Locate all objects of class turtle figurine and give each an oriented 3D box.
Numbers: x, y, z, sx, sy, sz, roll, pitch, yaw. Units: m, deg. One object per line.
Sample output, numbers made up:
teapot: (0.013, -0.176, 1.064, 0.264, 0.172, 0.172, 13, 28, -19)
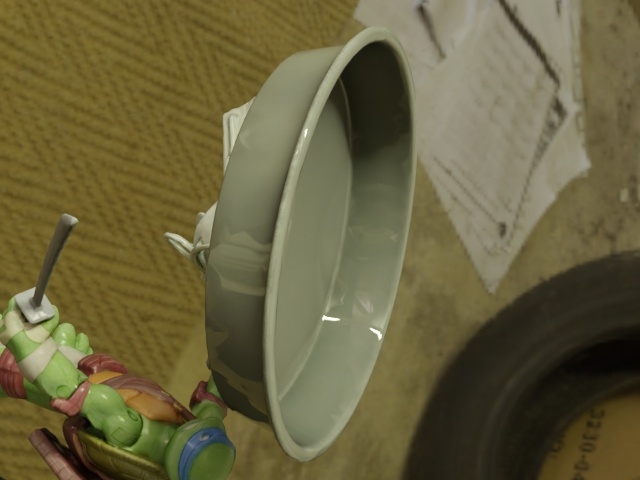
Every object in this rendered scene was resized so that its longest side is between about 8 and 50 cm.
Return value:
turtle figurine: (-0.154, 0.073, 0.817, 0.197, 0.266, 0.275, -29, 115, -43)

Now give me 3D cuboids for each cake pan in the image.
cake pan: (0.000, 0.000, 0.719, 0.293, 0.054, 0.293, 11, 90, -72)

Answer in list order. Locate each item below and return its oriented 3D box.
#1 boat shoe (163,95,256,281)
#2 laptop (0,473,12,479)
boat shoe: (-0.067, 0.002, 0.995, 0.136, 0.156, 0.367, 58, 23, -50)
laptop: (-0.211, 0.167, 0.522, 0.264, 0.234, 0.137, -21, 101, -32)
